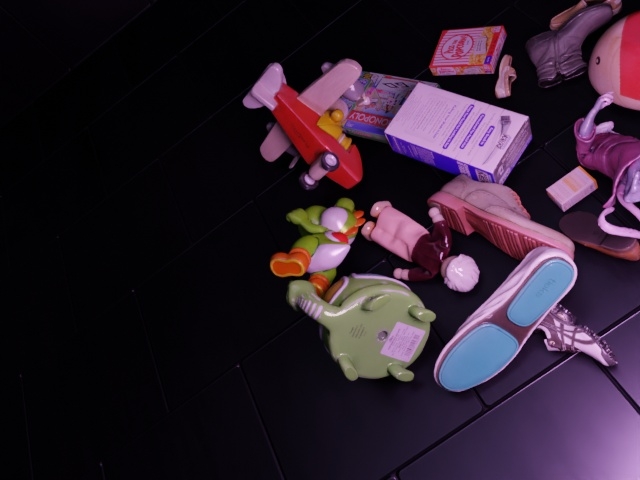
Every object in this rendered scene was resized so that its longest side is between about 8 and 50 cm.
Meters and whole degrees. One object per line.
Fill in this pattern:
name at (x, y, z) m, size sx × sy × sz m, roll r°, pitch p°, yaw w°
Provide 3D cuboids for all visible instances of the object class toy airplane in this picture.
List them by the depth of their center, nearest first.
toy airplane at (-0.032, -0.367, 1.931) m, size 0.386 × 0.384 × 0.272 m, roll 20°, pitch 40°, yaw 32°

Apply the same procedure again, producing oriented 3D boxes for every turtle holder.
turtle holder at (0.084, 0.193, 1.541) m, size 0.320 × 0.243 × 0.227 m, roll -9°, pitch 24°, yaw -17°

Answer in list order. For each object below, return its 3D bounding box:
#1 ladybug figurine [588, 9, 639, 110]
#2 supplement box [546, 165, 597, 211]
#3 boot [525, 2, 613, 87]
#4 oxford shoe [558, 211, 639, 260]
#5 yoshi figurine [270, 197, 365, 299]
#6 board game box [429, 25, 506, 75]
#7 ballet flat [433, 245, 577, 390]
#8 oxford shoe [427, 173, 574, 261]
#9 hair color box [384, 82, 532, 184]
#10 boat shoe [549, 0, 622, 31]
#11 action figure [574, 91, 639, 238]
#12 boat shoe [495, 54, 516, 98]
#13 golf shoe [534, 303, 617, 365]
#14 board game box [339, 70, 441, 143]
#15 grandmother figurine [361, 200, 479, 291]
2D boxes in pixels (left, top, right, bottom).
ladybug figurine at (0.865, -0.453, 1.550) m, size 0.450 × 0.162 × 0.305 m, roll 3°, pitch 63°, yaw 33°
supplement box at (0.606, -0.125, 1.583) m, size 0.098 × 0.036 × 0.062 m, roll -36°, pitch 49°, yaw 7°
boot at (0.687, -0.514, 1.766) m, size 0.247 × 0.083 × 0.161 m, roll -26°, pitch 58°, yaw 23°
oxford shoe at (0.625, -0.004, 1.480) m, size 0.076 × 0.076 × 0.212 m, roll -47°, pitch 33°, yaw 0°
yoshi figurine at (-0.018, 0.013, 1.767) m, size 0.203 × 0.203 × 0.362 m, roll 25°, pitch 41°, yaw 8°
board game box at (0.439, -0.564, 1.959) m, size 0.194 × 0.045 × 0.146 m, roll 7°, pitch 65°, yaw 35°
ballet flat at (0.402, 0.171, 1.455) m, size 0.400 × 0.139 × 0.139 m, roll -52°, pitch 47°, yaw 17°
oxford shoe at (0.447, -0.066, 1.581) m, size 0.397 × 0.140 × 0.146 m, roll 31°, pitch 72°, yaw 38°
hair color box at (0.366, -0.283, 1.760) m, size 0.339 × 0.110 × 0.185 m, roll 28°, pitch 77°, yaw 34°
boat shoe at (0.726, -0.639, 1.812) m, size 0.190 × 0.072 × 0.068 m, roll -17°, pitch 54°, yaw 22°
action figure at (0.689, -0.176, 1.487) m, size 0.370 × 0.248 × 0.275 m, roll -119°, pitch 44°, yaw -67°
boat shoe at (0.525, -0.459, 1.841) m, size 0.045 × 0.050 × 0.135 m, roll 6°, pitch 75°, yaw 30°
golf shoe at (0.536, 0.215, 1.396) m, size 0.094 × 0.077 × 0.198 m, roll -51°, pitch 41°, yaw 8°
board game box at (0.188, -0.407, 2.014) m, size 0.317 × 0.046 × 0.213 m, roll 21°, pitch 73°, yaw 38°
grandmother figurine at (0.261, 0.016, 1.669) m, size 0.342 × 0.104 × 0.207 m, roll 38°, pitch 121°, yaw 37°
